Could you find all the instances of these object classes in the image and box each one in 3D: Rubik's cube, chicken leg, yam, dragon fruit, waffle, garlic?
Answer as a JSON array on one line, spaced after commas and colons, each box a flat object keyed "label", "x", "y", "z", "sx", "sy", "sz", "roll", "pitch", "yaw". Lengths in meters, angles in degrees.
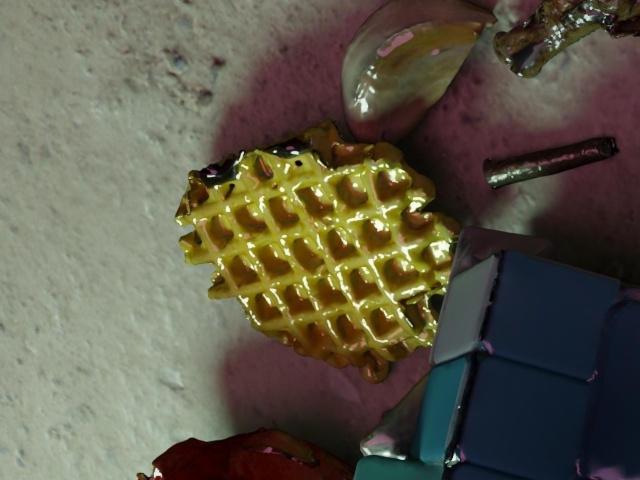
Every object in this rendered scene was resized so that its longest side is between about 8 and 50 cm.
[{"label": "Rubik's cube", "x": 0.221, "y": 0.178, "z": 1.504, "sx": 0.358, "sy": 0.368, "sz": 0.387, "roll": 12, "pitch": 79, "yaw": 24}, {"label": "chicken leg", "x": 0.237, "y": -0.219, "z": 1.520, "sx": 0.125, "sy": 0.080, "sz": 0.196, "roll": 39, "pitch": 129, "yaw": 23}, {"label": "yam", "x": 0.215, "y": -0.077, "z": 1.604, "sx": 0.129, "sy": 0.027, "sz": 0.033, "roll": -15, "pitch": 101, "yaw": 30}, {"label": "dragon fruit", "x": -0.046, "y": 0.339, "z": 1.745, "sx": 0.277, "sy": 0.277, "sz": 0.342, "roll": -61, "pitch": 38, "yaw": 29}, {"label": "waffle", "x": -0.002, "y": 0.002, "z": 1.693, "sx": 0.307, "sy": 0.060, "sz": 0.312, "roll": 35, "pitch": 133, "yaw": 6}, {"label": "garlic", "x": 0.073, "y": -0.165, "z": 1.617, "sx": 0.101, "sy": 0.087, "sz": 0.195, "roll": 35, "pitch": 119, "yaw": -3}]

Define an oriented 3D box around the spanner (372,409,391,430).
[{"label": "spanner", "x": 0.132, "y": 0.287, "z": 1.782, "sx": 0.054, "sy": 0.015, "sz": 0.254, "roll": -36, "pitch": 89, "yaw": 34}]
